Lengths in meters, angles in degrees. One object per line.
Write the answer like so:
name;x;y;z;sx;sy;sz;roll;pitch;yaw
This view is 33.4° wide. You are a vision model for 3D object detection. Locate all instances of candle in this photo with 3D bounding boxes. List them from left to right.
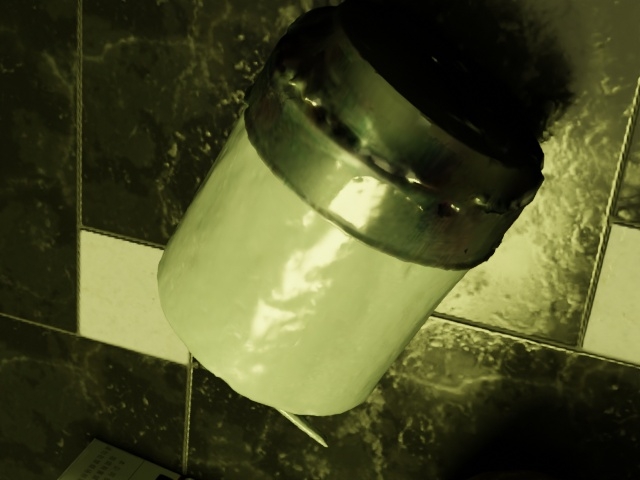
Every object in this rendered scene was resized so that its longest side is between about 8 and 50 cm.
candle;0.000;0.000;0.831;0.221;0.221;0.342;37;121;1

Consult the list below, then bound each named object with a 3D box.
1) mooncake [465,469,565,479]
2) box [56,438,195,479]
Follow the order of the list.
mooncake;0.177;0.328;0.874;0.284;0.284;0.155;38;119;1
box;-0.187;0.267;1.094;0.154;0.084;0.040;20;116;11
